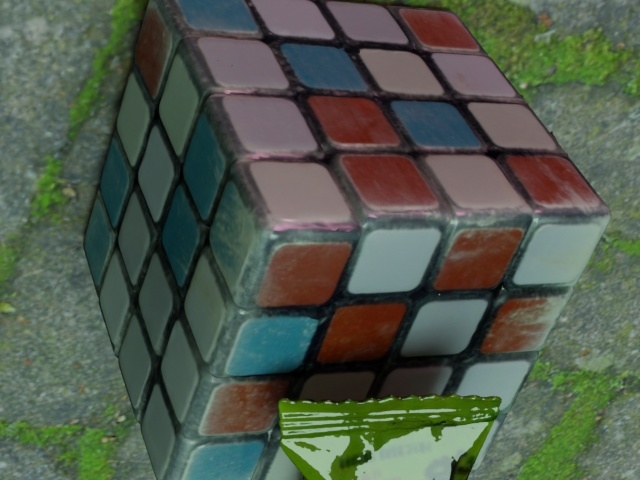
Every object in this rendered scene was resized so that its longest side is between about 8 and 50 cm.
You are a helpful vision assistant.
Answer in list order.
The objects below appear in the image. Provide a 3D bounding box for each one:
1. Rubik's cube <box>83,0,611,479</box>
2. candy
[{"bbox_3d":[0.001,-0.001,0.946,0.253,0.259,0.256,1,131,-26],"label":"Rubik's cube"},{"bbox_3d":[0.041,0.171,0.898,0.149,0.069,0.246,-9,141,-11],"label":"candy"}]
